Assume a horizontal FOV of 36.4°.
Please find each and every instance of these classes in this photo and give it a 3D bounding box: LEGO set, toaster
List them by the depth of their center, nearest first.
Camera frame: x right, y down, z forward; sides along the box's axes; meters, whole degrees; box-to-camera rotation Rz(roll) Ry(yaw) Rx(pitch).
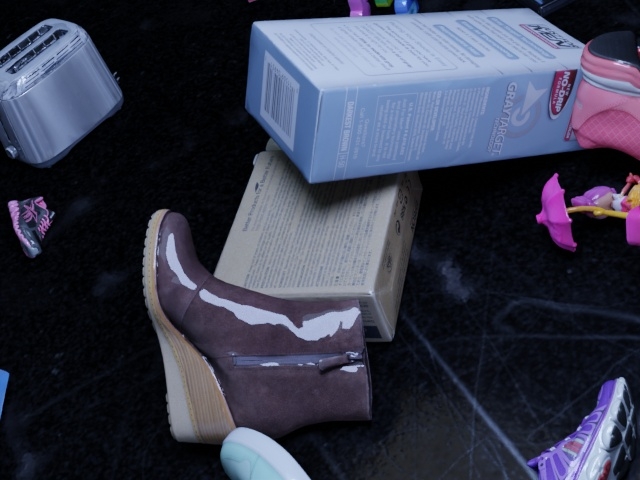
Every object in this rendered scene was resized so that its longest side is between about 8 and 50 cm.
[{"bbox_3d":[-0.400,-0.228,1.458,0.129,0.146,0.227,23,58,38],"label":"toaster"},{"bbox_3d":[0.115,-0.403,1.466,0.087,0.093,0.227,3,47,25],"label":"LEGO set"}]

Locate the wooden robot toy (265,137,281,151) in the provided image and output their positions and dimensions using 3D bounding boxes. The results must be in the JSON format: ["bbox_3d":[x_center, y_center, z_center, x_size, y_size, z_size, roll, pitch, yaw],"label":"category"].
[{"bbox_3d":[-0.012,-0.121,1.246,0.079,0.076,0.173,25,59,26],"label":"wooden robot toy"}]

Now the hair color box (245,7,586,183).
[{"bbox_3d":[0.124,-0.173,1.100,0.374,0.113,0.185,-9,36,-24],"label":"hair color box"}]

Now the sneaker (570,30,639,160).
[{"bbox_3d":[0.420,-0.124,1.045,0.314,0.136,0.116,16,36,6],"label":"sneaker"}]

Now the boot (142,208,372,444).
[{"bbox_3d":[-0.062,0.076,0.977,0.207,0.090,0.248,-11,85,6],"label":"boot"}]

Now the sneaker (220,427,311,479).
[{"bbox_3d":[-0.057,0.273,0.823,0.151,0.094,0.256,-30,44,-18],"label":"sneaker"}]

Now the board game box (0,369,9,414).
[{"bbox_3d":[-0.403,0.218,1.079,0.133,0.033,0.168,-21,36,8],"label":"board game box"}]

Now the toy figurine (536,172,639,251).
[{"bbox_3d":[0.309,-0.036,1.005,0.159,0.130,0.173,9,28,42],"label":"toy figurine"}]

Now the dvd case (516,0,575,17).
[{"bbox_3d":[0.381,-0.420,1.428,0.253,0.022,0.180,-27,43,-7],"label":"dvd case"}]

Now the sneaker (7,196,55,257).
[{"bbox_3d":[-0.386,-0.023,1.319,0.057,0.047,0.119,-18,42,-13],"label":"sneaker"}]

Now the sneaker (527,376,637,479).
[{"bbox_3d":[0.218,0.183,0.832,0.071,0.068,0.170,12,52,39],"label":"sneaker"}]

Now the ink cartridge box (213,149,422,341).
[{"bbox_3d":[0.000,0.000,1.094,0.193,0.088,0.234,-3,47,22],"label":"ink cartridge box"}]
